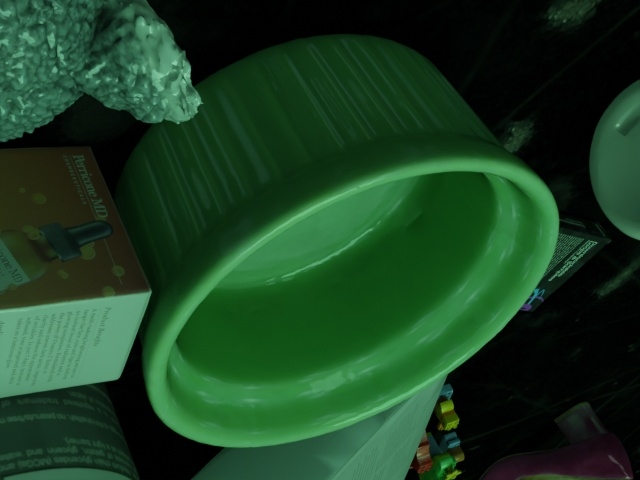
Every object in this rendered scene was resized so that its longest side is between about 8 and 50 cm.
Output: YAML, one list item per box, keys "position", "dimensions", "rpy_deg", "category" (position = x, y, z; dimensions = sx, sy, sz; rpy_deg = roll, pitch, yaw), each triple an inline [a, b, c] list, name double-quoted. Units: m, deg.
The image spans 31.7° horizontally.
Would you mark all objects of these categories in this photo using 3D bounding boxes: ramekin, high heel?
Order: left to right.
- position: [0.000, 0.000, 0.798]
  dimensions: [0.303, 0.148, 0.303]
  rpy_deg: [-20, 146, -14]
  category: "ramekin"
- position: [0.305, 0.332, 1.520]
  dimensions: [0.244, 0.117, 0.082]
  rpy_deg: [-42, 146, 20]
  category: "high heel"

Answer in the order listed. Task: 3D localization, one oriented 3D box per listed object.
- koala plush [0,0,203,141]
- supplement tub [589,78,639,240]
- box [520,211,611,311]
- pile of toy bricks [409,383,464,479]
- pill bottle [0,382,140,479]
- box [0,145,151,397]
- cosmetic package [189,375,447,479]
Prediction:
- position: [-0.146, -0.124, 0.447]
  dimensions: [0.196, 0.221, 0.203]
  rpy_deg: [-5, 141, -33]
  category: "koala plush"
- position: [0.344, -0.063, 0.975]
  dimensions: [0.199, 0.144, 0.144]
  rpy_deg: [5, 135, -42]
  category: "supplement tub"
- position: [0.191, 0.017, 1.080]
  dimensions: [0.162, 0.029, 0.116]
  rpy_deg: [12, 131, -44]
  category: "box"
- position: [0.126, 0.263, 1.300]
  dimensions: [0.118, 0.105, 0.212]
  rpy_deg: [-15, 146, -20]
  category: "pile of toy bricks"
- position: [-0.210, 0.208, 0.728]
  dimensions: [0.210, 0.363, 0.210]
  rpy_deg: [-19, 147, -13]
  category: "pill bottle"
- position: [-0.210, 0.020, 0.685]
  dimensions: [0.170, 0.130, 0.091]
  rpy_deg: [-6, 141, -32]
  category: "box"
- position: [-0.021, 0.266, 1.106]
  dimensions: [0.284, 0.097, 0.377]
  rpy_deg: [-42, 158, -34]
  category: "cosmetic package"
